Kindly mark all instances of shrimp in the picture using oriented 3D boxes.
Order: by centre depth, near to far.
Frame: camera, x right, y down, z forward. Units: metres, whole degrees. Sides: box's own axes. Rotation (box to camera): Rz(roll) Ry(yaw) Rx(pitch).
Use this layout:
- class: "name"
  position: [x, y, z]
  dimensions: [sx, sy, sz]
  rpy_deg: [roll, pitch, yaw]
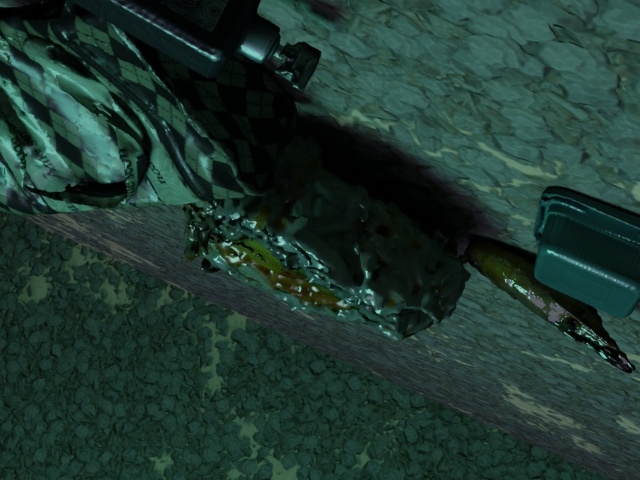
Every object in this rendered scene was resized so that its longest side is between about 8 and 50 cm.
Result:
- class: "shrimp"
  position: [0.306, 0.077, 1.268]
  dimensions: [0.262, 0.066, 0.117]
  rpy_deg: [38, -176, 9]

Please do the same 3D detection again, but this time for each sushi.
- class: "sushi"
  position: [-0.001, -0.001, 1.264]
  dimensions: [0.418, 0.175, 0.417]
  rpy_deg: [23, 170, 4]

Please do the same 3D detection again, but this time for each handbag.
- class: "handbag"
  position: [-0.280, -0.166, 1.075]
  dimensions: [0.416, 0.180, 0.317]
  rpy_deg: [-2, 150, 30]

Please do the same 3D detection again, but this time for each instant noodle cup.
- class: "instant noodle cup"
  position: [0.299, 0.022, 1.048]
  dimensions: [0.157, 0.070, 0.179]
  rpy_deg: [24, 168, 16]

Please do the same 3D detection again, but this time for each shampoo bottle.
- class: "shampoo bottle"
  position: [-0.140, -0.225, 0.844]
  dimensions: [0.309, 0.098, 0.071]
  rpy_deg: [29, 159, -11]
